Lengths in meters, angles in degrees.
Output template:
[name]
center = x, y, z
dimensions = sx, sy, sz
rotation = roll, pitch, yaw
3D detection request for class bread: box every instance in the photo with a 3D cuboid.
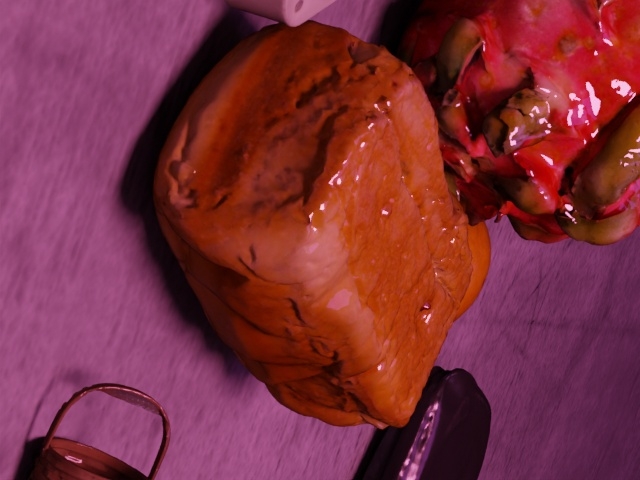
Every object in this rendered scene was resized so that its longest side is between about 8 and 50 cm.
[bread]
center = 0.000, 0.000, 1.031
dimensions = 0.167, 0.132, 0.294
rotation = -54, 151, -15

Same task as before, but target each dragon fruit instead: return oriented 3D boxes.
[dragon fruit]
center = 0.198, -0.115, 1.207
dimensions = 0.302, 0.231, 0.237
rotation = -12, 108, -29

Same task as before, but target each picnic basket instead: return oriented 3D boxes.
[picnic basket]
center = -0.122, 0.120, 0.945
dimensions = 0.083, 0.072, 0.072
rotation = -65, 159, 4

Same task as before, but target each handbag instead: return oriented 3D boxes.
[handbag]
center = 0.060, 0.276, 1.509
dimensions = 0.332, 0.075, 0.191
rotation = -62, 157, -14

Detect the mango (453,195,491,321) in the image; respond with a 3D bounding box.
[mango]
center = 0.065, 0.020, 1.270
dimensions = 0.178, 0.090, 0.115
rotation = -21, 117, -57

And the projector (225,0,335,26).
[projector]
center = 0.040, -0.278, 0.949
dimensions = 0.257, 0.079, 0.259
rotation = -42, 145, -49
